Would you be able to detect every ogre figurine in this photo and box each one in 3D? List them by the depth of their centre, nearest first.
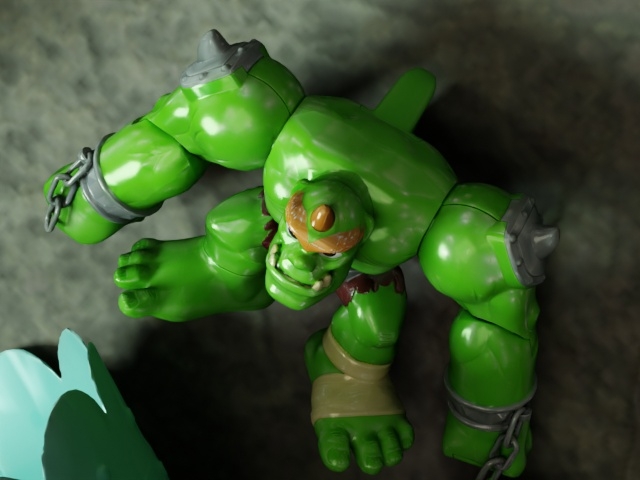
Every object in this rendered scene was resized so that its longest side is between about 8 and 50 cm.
[{"bbox_3d":[0.000,0.000,0.691,0.197,0.097,0.118,44,136,19],"label":"ogre figurine"}]

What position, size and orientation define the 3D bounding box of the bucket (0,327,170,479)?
[{"bbox_3d":[-0.145,0.180,0.710,0.281,0.281,0.183,-28,100,26],"label":"bucket"}]
